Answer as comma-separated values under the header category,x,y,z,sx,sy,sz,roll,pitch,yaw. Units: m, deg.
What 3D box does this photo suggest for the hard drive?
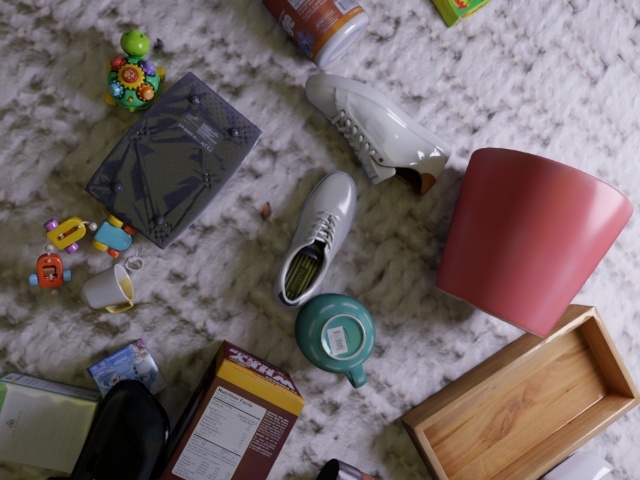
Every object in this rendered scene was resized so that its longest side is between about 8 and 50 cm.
category,x,y,z,sx,sy,sz,roll,pitch,yaw
hard drive,-0.234,-0.129,0.808,0.172,0.054,0.255,39,80,-7

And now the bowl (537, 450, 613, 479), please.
category,x,y,z,sx,sy,sz,roll,pitch,yaw
bowl,0.438,0.434,0.885,0.142,0.142,0.053,-27,59,-15

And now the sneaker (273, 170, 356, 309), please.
category,x,y,z,sx,sy,sz,roll,pitch,yaw
sneaker,0.000,0.000,0.830,0.094,0.091,0.258,23,83,-10

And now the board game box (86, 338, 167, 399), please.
category,x,y,z,sx,sy,sz,roll,pitch,yaw
board game box,-0.303,0.216,0.775,0.090,0.020,0.090,-30,95,-40

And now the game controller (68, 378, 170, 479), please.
category,x,y,z,sx,sy,sz,roll,pitch,yaw
game controller,-0.298,0.359,0.668,0.067,0.166,0.319,25,86,-51

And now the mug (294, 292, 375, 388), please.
category,x,y,z,sx,sy,sz,roll,pitch,yaw
mug,0.038,0.163,0.826,0.157,0.097,0.130,32,81,-8

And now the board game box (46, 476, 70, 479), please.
category,x,y,z,sx,sy,sz,roll,pitch,yaw
board game box,-0.341,0.551,0.757,0.208,0.056,0.347,7,86,-7

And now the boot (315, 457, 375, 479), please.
category,x,y,z,sx,sy,sz,roll,pitch,yaw
boot,0.067,0.546,0.837,0.280,0.096,0.264,37,73,-15

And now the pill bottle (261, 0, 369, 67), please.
category,x,y,z,sx,sy,sz,roll,pitch,yaw
pill bottle,-0.029,-0.414,0.832,0.121,0.121,0.216,-42,95,-10

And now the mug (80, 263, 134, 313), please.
category,x,y,z,sx,sy,sz,roll,pitch,yaw
mug,-0.332,0.084,0.767,0.064,0.062,0.078,-22,102,-6

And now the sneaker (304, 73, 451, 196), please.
category,x,y,z,sx,sy,sz,roll,pitch,yaw
sneaker,0.088,-0.175,0.849,0.290,0.106,0.123,29,79,-10

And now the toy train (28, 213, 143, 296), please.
category,x,y,z,sx,sy,sz,roll,pitch,yaw
toy train,-0.374,0.016,0.781,0.166,0.046,0.125,-10,116,-22

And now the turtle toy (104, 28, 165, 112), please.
category,x,y,z,sx,sy,sz,roll,pitch,yaw
turtle toy,-0.302,-0.272,0.796,0.095,0.066,0.130,3,87,-11

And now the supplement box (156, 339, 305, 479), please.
category,x,y,z,sx,sy,sz,roll,pitch,yaw
supplement box,-0.137,0.277,0.737,0.129,0.191,0.194,30,82,-8

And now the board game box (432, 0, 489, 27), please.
category,x,y,z,sx,sy,sz,roll,pitch,yaw
board game box,0.239,-0.510,0.930,0.092,0.043,0.181,-34,94,-11

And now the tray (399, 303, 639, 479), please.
category,x,y,z,sx,sy,sz,roll,pitch,yaw
tray,0.370,0.308,0.901,0.410,0.076,0.203,-29,93,-11

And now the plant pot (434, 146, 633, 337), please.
category,x,y,z,sx,sy,sz,roll,pitch,yaw
plant pot,0.332,0.012,0.825,0.274,0.275,0.243,24,91,-9

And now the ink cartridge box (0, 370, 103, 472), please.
category,x,y,z,sx,sy,sz,roll,pitch,yaw
ink cartridge box,-0.448,0.267,0.740,0.209,0.062,0.109,16,85,-10
